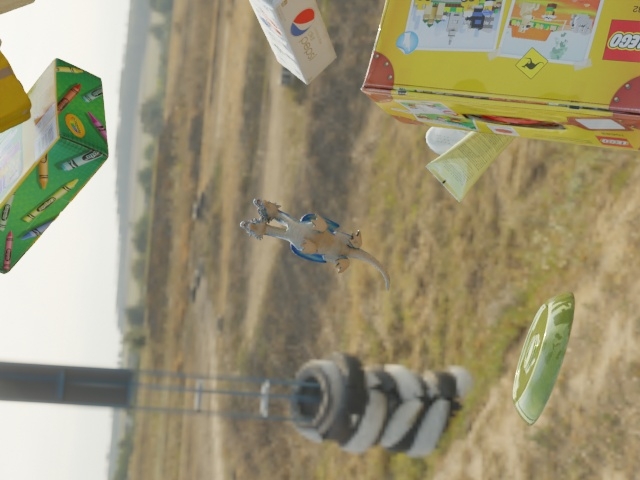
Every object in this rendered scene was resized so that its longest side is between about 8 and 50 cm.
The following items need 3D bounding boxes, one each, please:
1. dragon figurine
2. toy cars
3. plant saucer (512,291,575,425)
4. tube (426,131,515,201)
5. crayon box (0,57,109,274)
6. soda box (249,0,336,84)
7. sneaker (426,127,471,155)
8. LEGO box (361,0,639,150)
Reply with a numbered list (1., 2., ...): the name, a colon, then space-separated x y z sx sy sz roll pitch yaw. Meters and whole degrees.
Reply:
1. dragon figurine: 0.000 0.000 1.928 0.144 0.289 0.085 22 91 63
2. toy cars: -0.469 -0.326 1.451 0.087 0.176 0.393 -41 47 47
3. plant saucer: 0.375 0.196 1.812 0.241 0.037 0.241 18 -90 -87
4. tube: 0.312 -0.186 2.006 0.070 0.240 0.062 36 164 41
5. crayon box: -0.412 -0.102 1.505 0.278 0.081 0.165 -42 42 29
6. soda box: -0.043 -0.325 1.575 0.074 0.069 0.216 42 173 24
7. sneaker: 0.352 -0.259 2.194 0.129 0.297 0.111 41 -143 -55
8. LEGO box: 0.364 -0.370 1.773 0.193 0.500 0.372 26 -102 -58
